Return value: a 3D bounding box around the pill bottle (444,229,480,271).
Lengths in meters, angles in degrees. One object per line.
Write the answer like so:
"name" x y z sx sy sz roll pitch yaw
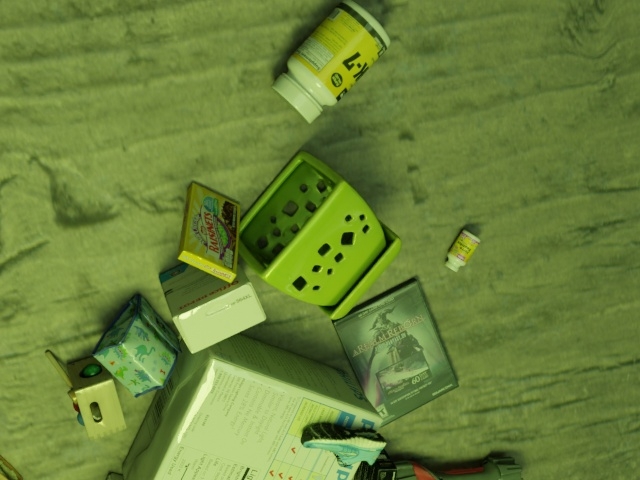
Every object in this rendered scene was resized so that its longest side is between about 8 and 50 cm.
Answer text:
"pill bottle" 0.289 0.022 1.805 0.043 0.043 0.083 29 96 -22

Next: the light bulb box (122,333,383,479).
"light bulb box" -0.139 0.391 1.695 0.361 0.225 0.357 23 98 -22

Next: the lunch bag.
"lunch bag" -0.327 0.190 1.629 0.096 0.151 0.129 -23 117 26

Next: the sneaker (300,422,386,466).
"sneaker" 0.039 0.378 1.590 0.162 0.063 0.073 13 102 -20

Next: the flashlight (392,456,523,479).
"flashlight" 0.288 0.521 1.932 0.304 0.103 0.103 -1 73 -20

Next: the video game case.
"video game case" 0.160 0.238 1.844 0.196 0.026 0.274 -26 112 -7

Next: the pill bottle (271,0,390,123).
"pill bottle" 0.016 -0.319 1.584 0.119 0.119 0.208 42 92 -23

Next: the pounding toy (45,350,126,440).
"pounding toy" -0.436 0.277 1.637 0.100 0.130 0.141 -17 115 -17

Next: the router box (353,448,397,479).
"router box" 0.110 0.527 1.857 0.046 0.133 0.178 3 106 -16

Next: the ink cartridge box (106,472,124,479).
"ink cartridge box" -0.294 0.581 1.717 0.283 0.207 0.117 22 97 -20

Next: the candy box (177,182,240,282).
"candy box" -0.196 -0.017 1.572 0.105 0.206 0.027 24 123 -20

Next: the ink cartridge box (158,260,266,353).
"ink cartridge box" -0.200 0.101 1.599 0.148 0.203 0.085 -25 116 -7

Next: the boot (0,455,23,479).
"boot" -0.730 0.469 1.628 0.269 0.089 0.236 -37 123 -3

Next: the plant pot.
"plant pot" 0.000 0.000 1.624 0.207 0.228 0.227 38 93 -30
